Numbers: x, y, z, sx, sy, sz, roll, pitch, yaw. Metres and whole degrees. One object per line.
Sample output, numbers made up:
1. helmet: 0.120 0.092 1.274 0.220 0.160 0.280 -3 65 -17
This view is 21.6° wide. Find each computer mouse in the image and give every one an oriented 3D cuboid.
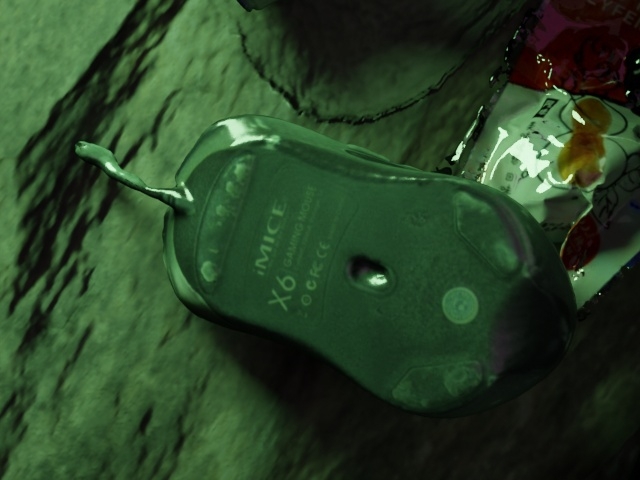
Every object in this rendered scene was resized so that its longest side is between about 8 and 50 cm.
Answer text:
1. computer mouse: 0.000 0.000 1.182 0.379 0.090 0.167 23 99 13

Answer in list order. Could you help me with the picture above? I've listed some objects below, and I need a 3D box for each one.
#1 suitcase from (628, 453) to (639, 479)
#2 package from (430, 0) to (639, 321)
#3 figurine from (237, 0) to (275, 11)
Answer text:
1. suitcase: 0.293 0.158 1.060 0.188 0.345 0.339 22 85 3
2. package: 0.206 -0.079 1.212 0.194 0.071 0.269 34 78 5
3. figurine: 0.047 -0.259 1.185 0.194 0.133 0.274 37 91 23
